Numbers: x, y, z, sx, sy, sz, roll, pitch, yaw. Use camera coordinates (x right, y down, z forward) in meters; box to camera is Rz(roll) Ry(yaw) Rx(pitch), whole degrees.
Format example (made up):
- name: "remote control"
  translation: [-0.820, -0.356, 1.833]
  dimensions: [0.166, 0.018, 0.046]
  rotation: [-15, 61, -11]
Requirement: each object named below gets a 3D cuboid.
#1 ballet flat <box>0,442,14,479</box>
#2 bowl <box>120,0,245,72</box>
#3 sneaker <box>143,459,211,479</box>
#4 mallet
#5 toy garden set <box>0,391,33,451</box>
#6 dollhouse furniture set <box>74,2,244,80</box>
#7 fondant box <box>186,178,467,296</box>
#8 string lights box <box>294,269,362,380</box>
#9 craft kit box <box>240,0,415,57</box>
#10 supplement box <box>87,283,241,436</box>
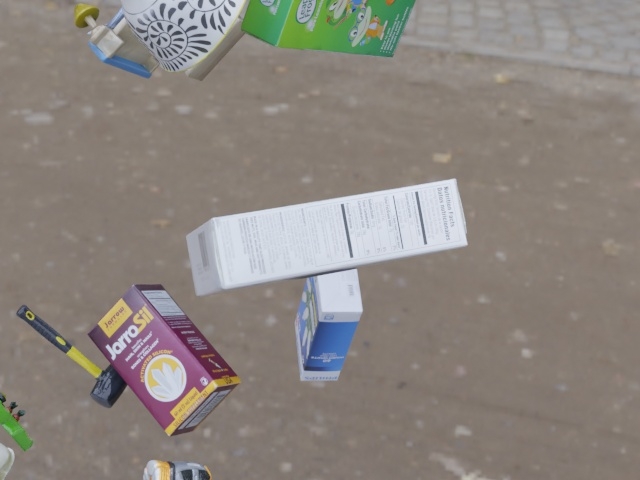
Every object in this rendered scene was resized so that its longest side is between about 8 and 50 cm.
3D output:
- name: "ballet flat"
  translation: [-0.450, 0.387, 1.610]
  dimensions: [0.483, 0.182, 0.164]
  rotation: [42, 10, 30]
- name: "bowl"
  translation: [-0.140, -0.250, 1.104]
  dimensions: [0.080, 0.170, 0.170]
  rotation: [23, 13, -36]
- name: "sneaker"
  translation: [-0.193, 0.387, 1.577]
  dimensions: [0.083, 0.215, 0.084]
  rotation: [-4, 28, -25]
- name: "mallet"
  translation: [-0.343, 0.160, 1.609]
  dimensions: [0.039, 0.189, 0.062]
  rotation: [-12, 47, 52]
- name: "toy garden set"
  translation: [-0.537, 0.188, 1.809]
  dimensions: [0.049, 0.244, 0.203]
  rotation: [-41, 40, -18]
- name: "dollhouse furniture set"
  translation: [-0.251, -0.436, 1.940]
  dimensions: [0.198, 0.286, 0.303]
  rotation: [51, 17, 18]
- name: "fondant box"
  translation: [0.000, 0.000, 1.594]
  dimensions: [0.330, 0.096, 0.238]
  rotation: [-9, -3, -15]
- name: "string lights box"
  translation: [0.012, 0.139, 2.153]
  dimensions: [0.076, 0.260, 0.133]
  rotation: [0, 56, -11]
- name: "craft kit box"
  translation: [0.044, -0.318, 1.228]
  dimensions: [0.061, 0.250, 0.246]
  rotation: [31, 21, 28]
- name: "supplement box"
  translation: [-0.214, 0.161, 1.614]
  dimensions: [0.188, 0.104, 0.081]
  rotation: [48, 14, 16]
